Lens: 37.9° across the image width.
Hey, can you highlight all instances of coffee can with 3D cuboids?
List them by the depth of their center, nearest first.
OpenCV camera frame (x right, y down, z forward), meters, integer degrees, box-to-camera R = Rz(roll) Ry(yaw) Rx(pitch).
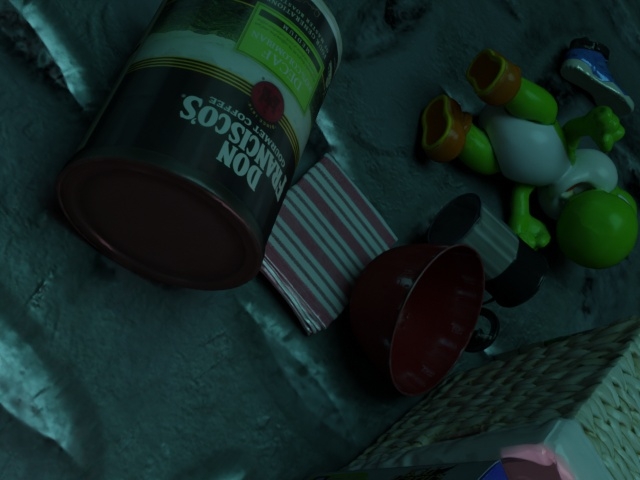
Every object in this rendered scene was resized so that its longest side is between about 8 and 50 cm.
[{"bbox_3d":[-0.111,-0.118,0.930,0.202,0.201,0.275,35,55,-23],"label":"coffee can"}]

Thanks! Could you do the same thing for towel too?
[{"bbox_3d":[0.000,0.000,1.087,0.144,0.029,0.197,52,48,-11],"label":"towel"}]

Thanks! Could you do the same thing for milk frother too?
[{"bbox_3d":[0.185,0.043,1.144,0.135,0.129,0.143,38,48,-25],"label":"milk frother"}]

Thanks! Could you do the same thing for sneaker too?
[{"bbox_3d":[0.460,-0.272,1.520,0.152,0.058,0.084,30,65,-18],"label":"sneaker"}]

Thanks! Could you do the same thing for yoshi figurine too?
[{"bbox_3d":[0.317,-0.084,1.267,0.362,0.204,0.203,32,72,-27],"label":"yoshi figurine"}]

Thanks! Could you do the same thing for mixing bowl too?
[{"bbox_3d":[0.098,0.075,1.064,0.181,0.098,0.181,-27,128,-41],"label":"mixing bowl"}]

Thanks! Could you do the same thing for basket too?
[{"bbox_3d":[0.245,0.294,0.972,0.266,0.328,0.331,-37,97,-44],"label":"basket"}]

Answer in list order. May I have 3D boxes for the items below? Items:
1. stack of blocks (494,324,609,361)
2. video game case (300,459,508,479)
[{"bbox_3d":[0.365,0.185,1.116,0.087,0.297,0.171,-7,79,-38],"label":"stack of blocks"},{"bbox_3d":[0.108,0.344,0.876,0.061,0.244,0.269,-28,98,-45],"label":"video game case"}]
